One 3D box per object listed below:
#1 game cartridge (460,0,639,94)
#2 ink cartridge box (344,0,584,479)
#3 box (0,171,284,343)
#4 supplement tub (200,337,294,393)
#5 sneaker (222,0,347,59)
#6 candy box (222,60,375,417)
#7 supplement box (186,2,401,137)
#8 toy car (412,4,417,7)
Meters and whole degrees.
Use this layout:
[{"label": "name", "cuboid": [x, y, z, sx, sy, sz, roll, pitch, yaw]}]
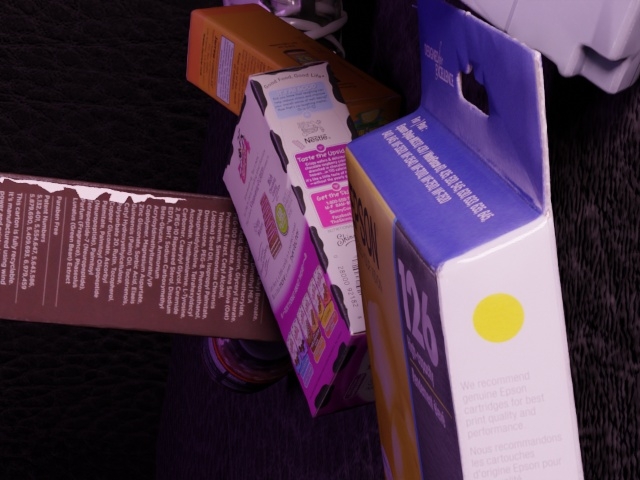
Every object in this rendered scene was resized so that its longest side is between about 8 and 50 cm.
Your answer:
[{"label": "game cartridge", "cuboid": [0.066, -0.228, 0.776, 0.297, 0.062, 0.198, 42, 136, 24]}, {"label": "ink cartridge box", "cuboid": [0.066, 0.039, 0.834, 0.303, 0.072, 0.307, -115, 14, -75]}, {"label": "box", "cuboid": [-0.165, 0.017, 1.538, 0.191, 0.381, 0.143, -176, 90, -82]}, {"label": "supplement tub", "cuboid": [-0.070, 0.108, 1.761, 0.198, 0.106, 0.106, 135, 141, -75]}, {"label": "sneaker", "cuboid": [0.004, -0.271, 1.561, 0.447, 0.169, 0.257, 116, 144, -63]}, {"label": "candy box", "cuboid": [0.000, 0.000, 1.268, 0.159, 0.071, 0.233, 112, 140, -59]}, {"label": "supplement box", "cuboid": [-0.029, -0.137, 1.438, 0.233, 0.078, 0.080, 36, 128, 46]}, {"label": "toy car", "cuboid": [0.086, -0.219, 1.215, 0.060, 0.041, 0.122, 106, 168, -45]}]
